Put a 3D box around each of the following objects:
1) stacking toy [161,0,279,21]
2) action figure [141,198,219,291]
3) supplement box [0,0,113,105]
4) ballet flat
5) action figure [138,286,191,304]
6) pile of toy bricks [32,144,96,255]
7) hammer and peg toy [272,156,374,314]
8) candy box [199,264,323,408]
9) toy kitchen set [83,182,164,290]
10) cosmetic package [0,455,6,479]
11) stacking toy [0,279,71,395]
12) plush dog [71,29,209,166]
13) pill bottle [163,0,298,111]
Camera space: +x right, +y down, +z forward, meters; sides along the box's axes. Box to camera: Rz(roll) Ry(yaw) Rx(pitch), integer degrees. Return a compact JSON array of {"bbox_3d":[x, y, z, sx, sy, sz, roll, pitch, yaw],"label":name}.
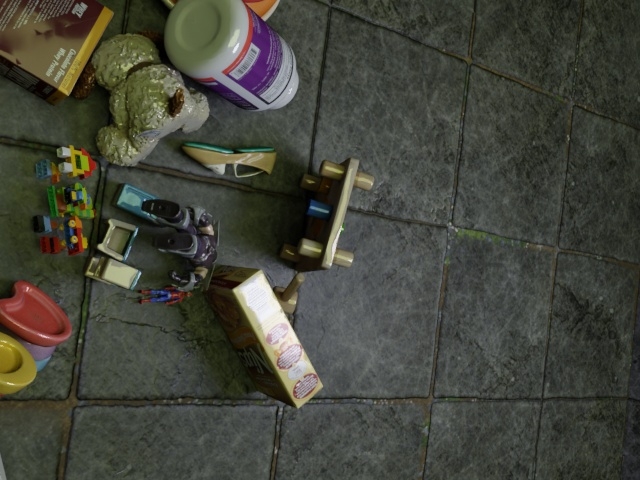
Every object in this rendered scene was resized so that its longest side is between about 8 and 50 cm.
[{"bbox_3d":[-0.120,-0.626,1.282,0.351,0.480,0.350,-1,91,-34],"label":"stacking toy"},{"bbox_3d":[-0.274,0.003,1.359,0.099,0.285,0.185,-6,74,4],"label":"action figure"},{"bbox_3d":[-0.530,-0.391,1.226,0.194,0.129,0.191,31,75,-30],"label":"supplement box"},{"bbox_3d":[-0.202,-0.179,1.485,0.232,0.080,0.073,-1,107,-32],"label":"ballet flat"},{"bbox_3d":[-0.336,0.120,1.432,0.115,0.030,0.038,-2,87,-36],"label":"action figure"},{"bbox_3d":[-0.486,-0.069,1.295,0.105,0.118,0.212,9,68,-61],"label":"pile of toy bricks"},{"bbox_3d":[0.000,0.000,1.512,0.128,0.266,0.361,18,80,-14],"label":"hammer and peg toy"},{"bbox_3d":[-0.136,0.211,1.473,0.088,0.183,0.316,-35,110,-27],"label":"candy box"},{"bbox_3d":[-0.366,-0.002,1.324,0.122,0.166,0.207,26,77,-31],"label":"toy kitchen set"},{"bbox_3d":[-0.660,0.340,1.178,0.127,0.107,0.237,-17,98,-35],"label":"cosmetic package"},{"bbox_3d":[-0.603,0.158,1.133,0.279,0.309,0.130,41,99,-7],"label":"stacking toy"},{"bbox_3d":[-0.364,-0.312,1.322,0.262,0.210,0.225,-38,87,-27],"label":"plush dog"},{"bbox_3d":[-0.168,-0.383,1.378,0.323,0.182,0.181,18,80,-67],"label":"pill bottle"}]
